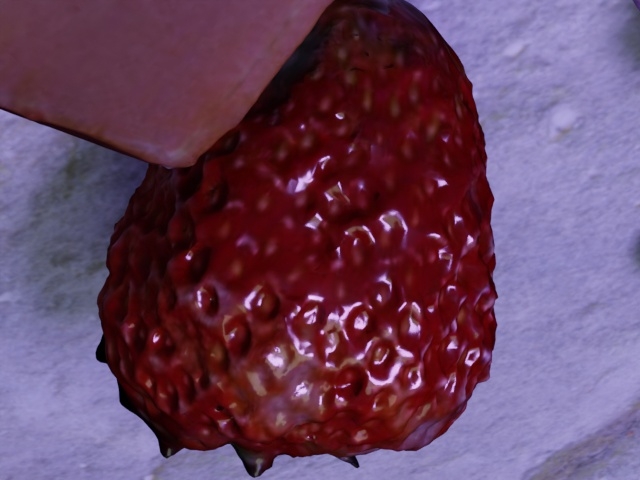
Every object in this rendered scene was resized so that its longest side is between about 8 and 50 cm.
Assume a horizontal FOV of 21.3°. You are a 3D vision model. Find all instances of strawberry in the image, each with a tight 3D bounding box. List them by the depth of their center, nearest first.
[{"bbox_3d":[-0.003,0.014,1.197,0.292,0.291,0.310,3,142,-15],"label":"strawberry"}]

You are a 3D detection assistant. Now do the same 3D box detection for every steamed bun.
[{"bbox_3d":[-0.080,-0.243,0.923,0.235,0.248,0.379,19,120,-31],"label":"steamed bun"}]

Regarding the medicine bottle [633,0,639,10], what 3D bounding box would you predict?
[{"bbox_3d":[0.222,-0.255,1.043,0.152,0.152,0.254,-25,134,15],"label":"medicine bottle"}]
